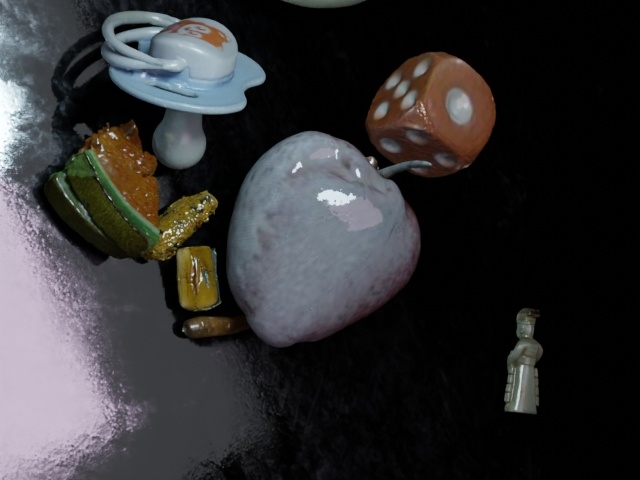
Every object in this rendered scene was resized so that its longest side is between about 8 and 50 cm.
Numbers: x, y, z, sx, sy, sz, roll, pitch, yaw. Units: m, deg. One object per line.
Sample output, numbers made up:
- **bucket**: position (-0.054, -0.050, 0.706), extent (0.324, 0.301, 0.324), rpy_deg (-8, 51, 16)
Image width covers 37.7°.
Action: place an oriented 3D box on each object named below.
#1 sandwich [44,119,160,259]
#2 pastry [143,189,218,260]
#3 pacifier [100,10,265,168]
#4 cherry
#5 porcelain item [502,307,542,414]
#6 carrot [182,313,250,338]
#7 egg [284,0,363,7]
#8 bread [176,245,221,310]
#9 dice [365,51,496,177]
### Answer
- **sandwich**: position (-0.312, -0.074, 1.436), extent (0.185, 0.109, 0.160), rpy_deg (53, 40, -15)
- **pastry**: position (-0.229, -0.025, 1.494), extent (0.140, 0.080, 0.056), rpy_deg (-52, 124, -27)
- **pacifier**: position (-0.224, -0.223, 1.471), extent (0.299, 0.244, 0.233), rpy_deg (-67, 168, -62)
- **cherry**: position (-0.007, -0.009, 1.518), extent (0.335, 0.291, 0.326), rpy_deg (-29, 119, -19)
- **porcelain item**: position (0.414, 0.245, 1.911), extent (0.084, 0.054, 0.213), rpy_deg (12, 79, -35)
- **carrot**: position (-0.155, 0.140, 1.552), extent (0.165, 0.035, 0.036), rpy_deg (-1, 85, -37)
- **egg**: position (0.003, -0.534, 1.590), extent (0.345, 0.283, 0.283), rpy_deg (-18, 95, -19)
- **bread**: position (-0.198, 0.062, 1.520), extent (0.072, 0.053, 0.106), rpy_deg (0, 79, -38)
- **dice**: position (0.206, -0.230, 1.756), extent (0.174, 0.179, 0.175), rpy_deg (34, 63, -26)
